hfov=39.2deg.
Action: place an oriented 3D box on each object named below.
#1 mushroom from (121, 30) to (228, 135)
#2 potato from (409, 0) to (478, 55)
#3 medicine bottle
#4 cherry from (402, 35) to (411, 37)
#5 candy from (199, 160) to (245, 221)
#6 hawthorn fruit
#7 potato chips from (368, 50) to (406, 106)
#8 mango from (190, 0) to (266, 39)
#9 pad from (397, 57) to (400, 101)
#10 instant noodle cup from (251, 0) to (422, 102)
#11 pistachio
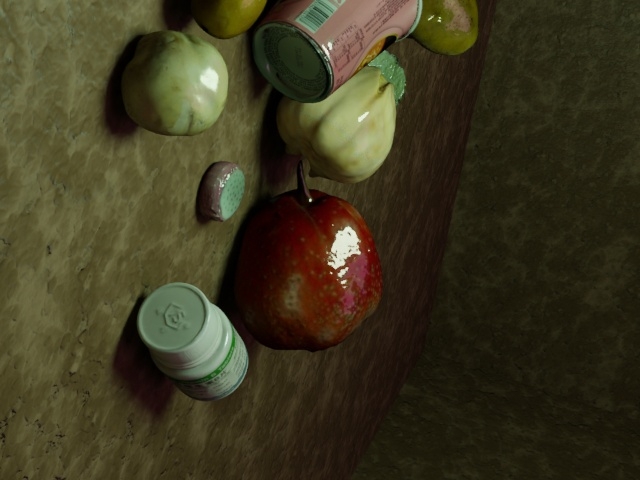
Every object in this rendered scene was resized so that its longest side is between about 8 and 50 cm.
[{"bbox_3d":[-0.190,-0.204,1.176,0.148,0.112,0.148,-6,103,-26],"label":"mushroom"},{"bbox_3d":[0.219,-0.554,1.897,0.369,0.176,0.195,59,38,-23],"label":"potato"},{"bbox_3d":[-0.203,0.165,1.446,0.237,0.139,0.139,75,35,-63],"label":"medicine bottle"},{"bbox_3d":[0.231,-0.557,2.078,0.195,0.195,0.195,17,90,-73],"label":"cherry"},{"bbox_3d":[-0.164,-0.082,1.500,0.103,0.043,0.103,-71,162,0],"label":"candy"},{"bbox_3d":[-0.027,0.029,1.690,0.285,0.285,0.369,-42,136,-60],"label":"hawthorn fruit"},{"bbox_3d":[0.082,-0.325,1.965,0.228,0.059,0.167,-15,104,-23],"label":"potato chips"},{"bbox_3d":[-0.116,-0.383,1.242,0.136,0.099,0.227,160,-57,-66],"label":"mango"},{"bbox_3d":[0.179,-0.353,2.415,0.158,0.003,0.235,64,45,-66],"label":"pad"},{"bbox_3d":[0.015,-0.371,1.535,0.255,0.244,0.244,-52,155,-31],"label":"instant noodle cup"},{"bbox_3d":[0.036,-0.228,1.701,0.238,0.229,0.321,-38,-171,17],"label":"pistachio"}]
